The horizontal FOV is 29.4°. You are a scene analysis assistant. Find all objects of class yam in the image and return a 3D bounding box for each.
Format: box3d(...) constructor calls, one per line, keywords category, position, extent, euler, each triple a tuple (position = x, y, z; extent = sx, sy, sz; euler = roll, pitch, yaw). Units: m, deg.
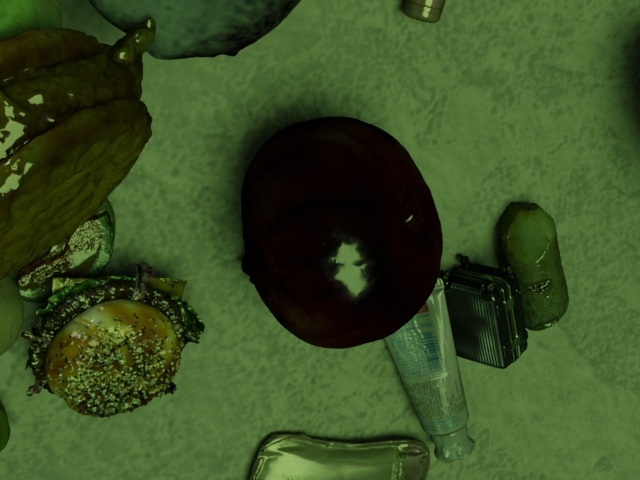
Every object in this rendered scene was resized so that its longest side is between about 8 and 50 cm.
box3d(category="yam", position=(0.248, 0.030, 1.418), extent=(0.070, 0.070, 0.146), euler=(-23, 119, -12))

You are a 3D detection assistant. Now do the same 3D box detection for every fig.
box3d(category="fig", position=(0.013, -0.005, 1.228), extent=(0.215, 0.235, 0.234), euler=(7, 112, 15))

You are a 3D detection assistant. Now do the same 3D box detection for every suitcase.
box3d(category="suitcase", position=(0.187, 0.084, 1.403), extent=(0.059, 0.086, 0.126), euler=(-34, 123, -37))

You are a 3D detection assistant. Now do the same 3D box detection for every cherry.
box3d(category="cherry", position=(-0.101, -0.303, 1.053), extent=(0.255, 0.218, 0.296), euler=(12, 111, -33))

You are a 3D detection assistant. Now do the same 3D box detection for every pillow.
box3d(category="pillow", position=(0.023, 0.291, 1.449), extent=(0.233, 0.038, 0.130), euler=(7, 105, -22))

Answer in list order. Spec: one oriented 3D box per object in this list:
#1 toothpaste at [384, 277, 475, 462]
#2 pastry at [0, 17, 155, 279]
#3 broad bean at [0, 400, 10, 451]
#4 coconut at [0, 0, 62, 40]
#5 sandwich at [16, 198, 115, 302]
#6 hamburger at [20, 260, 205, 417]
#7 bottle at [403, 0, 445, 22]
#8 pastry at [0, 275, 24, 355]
box3d(category="toothpaste", position=(0.128, 0.153, 1.427), extent=(0.089, 0.057, 0.234), euler=(-15, 116, 10))
box3d(category="pastry", position=(-0.243, -0.060, 0.997), extent=(0.240, 0.132, 0.235), euler=(-38, 170, 37))
box3d(category="broad bean", position=(-0.350, 0.195, 1.254), extent=(0.063, 0.045, 0.083), euler=(16, 112, -26))
box3d(category="coconut", position=(-0.335, -0.202, 1.011), extent=(0.236, 0.236, 0.204), euler=(-27, 84, -10))
box3d(category="sandwich", position=(-0.249, 0.015, 1.229), extent=(0.067, 0.029, 0.135), euler=(38, 94, -31))
box3d(category="hamburger", position=(-0.205, 0.109, 1.235), extent=(0.190, 0.093, 0.164), euler=(-13, 131, -22))
box3d(category="bottle", position=(0.115, -0.274, 1.253), extent=(0.045, 0.045, 0.096), euler=(7, 109, -25))
box3d(category="pastry", position=(-0.356, 0.079, 1.142), extent=(0.156, 0.156, 0.092), euler=(-21, 110, -14))
